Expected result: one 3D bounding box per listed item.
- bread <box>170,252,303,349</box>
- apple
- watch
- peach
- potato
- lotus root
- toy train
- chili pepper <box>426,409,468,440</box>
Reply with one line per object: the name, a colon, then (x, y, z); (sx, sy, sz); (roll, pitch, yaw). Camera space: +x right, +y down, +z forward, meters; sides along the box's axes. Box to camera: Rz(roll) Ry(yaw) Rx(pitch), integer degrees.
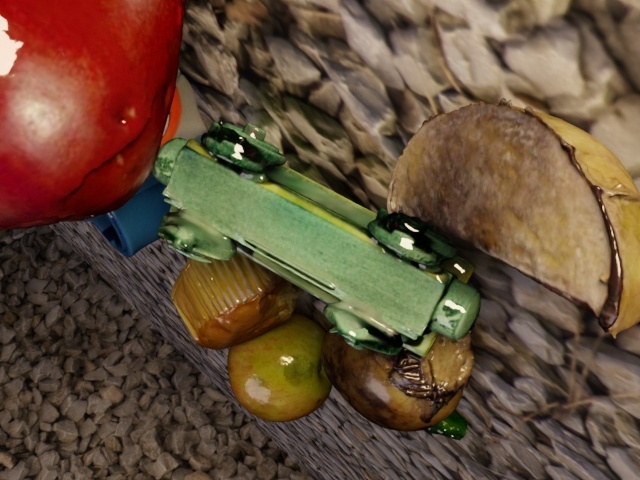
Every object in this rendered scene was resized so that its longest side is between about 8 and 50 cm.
bread: (-0.120, 0.079, 1.077); (0.133, 0.179, 0.250); (61, 142, 15)
apple: (-0.064, 0.219, 1.230); (0.196, 0.196, 0.196); (39, 158, 19)
watch: (-0.304, -0.136, 0.965); (0.305, 0.241, 0.274); (51, 159, 16)
peach: (-0.310, -0.210, 0.663); (0.339, 0.353, 0.416); (-12, 91, 44)
potato: (0.162, -0.037, 0.511); (0.261, 0.100, 0.120); (40, 124, 58)
lotus root: (0.085, 0.161, 0.902); (0.169, 0.141, 0.314); (53, 160, -6)
toy train: (0.000, 0.000, 0.751); (0.369, 0.150, 0.237); (29, -176, 15)
chili pepper: (0.129, 0.237, 1.075); (0.216, 0.062, 0.108); (35, 174, 25)
